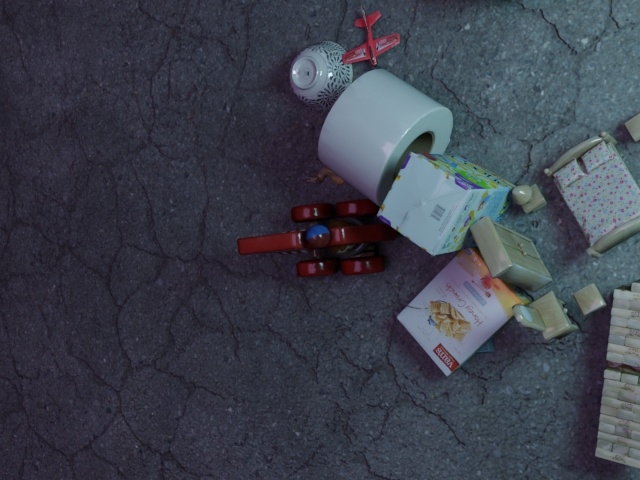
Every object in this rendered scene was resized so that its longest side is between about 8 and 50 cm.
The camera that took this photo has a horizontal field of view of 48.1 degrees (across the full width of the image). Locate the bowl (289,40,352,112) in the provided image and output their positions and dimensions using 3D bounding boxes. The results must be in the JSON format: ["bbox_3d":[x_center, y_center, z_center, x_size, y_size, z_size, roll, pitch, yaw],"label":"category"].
[{"bbox_3d":[-0.016,-0.390,1.686,0.170,0.080,0.170,2,94,32],"label":"bowl"}]

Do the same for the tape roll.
[{"bbox_3d":[0.136,-0.212,1.504,0.169,0.246,0.246,38,112,24],"label":"tape roll"}]

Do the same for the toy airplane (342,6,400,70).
[{"bbox_3d":[0.111,-0.456,1.630,0.151,0.028,0.151,2,94,31],"label":"toy airplane"}]

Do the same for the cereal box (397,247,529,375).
[{"bbox_3d":[0.297,0.147,1.520,0.173,0.047,0.240,50,117,21],"label":"cereal box"}]

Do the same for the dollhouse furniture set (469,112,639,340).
[{"bbox_3d":[0.475,-0.038,1.285,0.355,0.174,0.303,-38,54,30],"label":"dollhouse furniture set"}]

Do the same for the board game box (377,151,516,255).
[{"bbox_3d":[0.257,-0.077,1.415,0.142,0.275,0.144,37,112,26],"label":"board game box"}]

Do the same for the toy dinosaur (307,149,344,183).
[{"bbox_3d":[0.045,-0.178,1.689,0.183,0.053,0.093,-5,106,40],"label":"toy dinosaur"}]

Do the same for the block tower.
[{"bbox_3d":[0.584,0.242,1.339,0.091,0.097,0.335,8,96,32],"label":"block tower"}]

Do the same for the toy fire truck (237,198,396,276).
[{"bbox_3d":[0.000,0.000,1.599,0.302,0.254,0.169,-5,91,33],"label":"toy fire truck"}]

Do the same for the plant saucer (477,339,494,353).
[{"bbox_3d":[0.323,0.150,1.543,0.067,0.018,0.192,-12,86,32],"label":"plant saucer"}]
